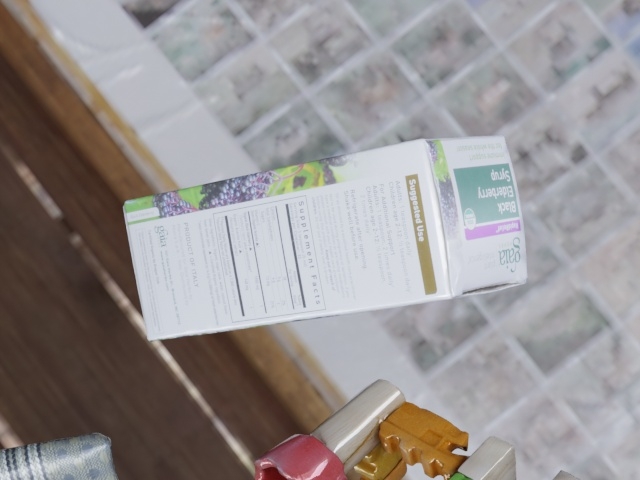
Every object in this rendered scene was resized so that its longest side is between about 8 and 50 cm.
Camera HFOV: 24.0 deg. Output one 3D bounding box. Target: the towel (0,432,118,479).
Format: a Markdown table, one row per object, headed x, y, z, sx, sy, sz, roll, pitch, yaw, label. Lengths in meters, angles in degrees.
| x | y | z | sx | sy | sz | roll | pitch | yaw | label |
| --- | --- | --- | --- | --- | --- | --- | --- | --- | --- |
| -0.258 | 0.301 | 1.054 | 0.312 | 0.324 | 0.056 | -13 | -160 | -4 | towel |

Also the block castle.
| x | y | z | sx | sy | sz | roll | pitch | yaw | label |
| --- | --- | --- | --- | --- | --- | --- | --- | --- | --- |
| 0.149 | 0.357 | 1.392 | 0.213 | 0.453 | 0.303 | -40 | 135 | -29 | block castle |

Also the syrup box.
| x | y | z | sx | sy | sz | roll | pitch | yaw | label |
| --- | --- | --- | --- | --- | --- | --- | --- | --- | --- |
| 0.000 | 0.000 | 0.930 | 0.236 | 0.096 | 0.093 | -11 | 179 | 36 | syrup box |
